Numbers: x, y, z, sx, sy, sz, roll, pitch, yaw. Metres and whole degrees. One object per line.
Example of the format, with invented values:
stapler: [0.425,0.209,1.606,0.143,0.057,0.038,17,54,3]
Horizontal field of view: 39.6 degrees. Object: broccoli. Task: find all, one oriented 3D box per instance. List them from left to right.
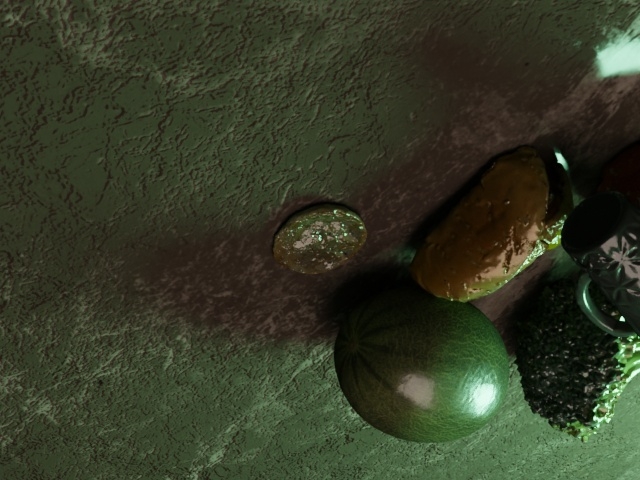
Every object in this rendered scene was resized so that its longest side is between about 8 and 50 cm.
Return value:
broccoli: [0.523,0.210,1.551,0.397,0.275,0.353,10,163,-40]

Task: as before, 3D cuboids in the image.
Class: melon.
melon: [0.153,0.188,1.368,0.237,0.237,0.301,-41,139,25]

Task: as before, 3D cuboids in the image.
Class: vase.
vase: [0.448,0.061,1.212,0.301,0.156,0.251,38,147,-25]

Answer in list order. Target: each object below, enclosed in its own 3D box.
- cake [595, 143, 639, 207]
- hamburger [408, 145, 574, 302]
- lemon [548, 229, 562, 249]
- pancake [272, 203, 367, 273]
cake: [0.549,-0.050,1.309,0.283,0.151,0.177,14,124,-22]
hamburger: [0.243,-0.004,1.262,0.124,0.131,0.262,20,123,-38]
lemon: [0.335,-0.016,1.334,0.065,0.065,0.092,6,131,-27]
pancake: [0.000,0.000,1.251,0.139,0.022,0.139,-11,140,-10]
